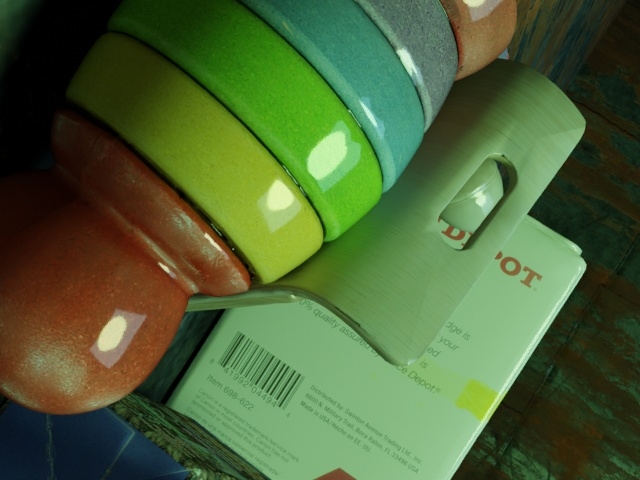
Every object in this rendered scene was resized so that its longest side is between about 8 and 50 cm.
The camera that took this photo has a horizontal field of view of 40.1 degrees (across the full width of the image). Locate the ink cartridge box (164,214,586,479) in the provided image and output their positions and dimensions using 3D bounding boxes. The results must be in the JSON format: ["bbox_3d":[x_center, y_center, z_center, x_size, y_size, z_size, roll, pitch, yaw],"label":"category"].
[{"bbox_3d":[0.056,0.109,0.923,0.385,0.279,0.160,-57,168,2],"label":"ink cartridge box"}]

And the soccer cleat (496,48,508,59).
[{"bbox_3d":[0.195,-0.213,1.073,0.248,0.095,0.083,-36,156,-57],"label":"soccer cleat"}]

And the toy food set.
[{"bbox_3d":[0.000,0.000,0.585,0.306,0.092,0.220,-11,-150,51],"label":"toy food set"}]

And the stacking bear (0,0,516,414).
[{"bbox_3d":[-0.058,-0.046,0.415,0.289,0.164,0.175,-48,160,-10],"label":"stacking bear"}]

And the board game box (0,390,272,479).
[{"bbox_3d":[-0.162,0.245,0.661,0.232,0.141,0.291,-54,158,-10],"label":"board game box"}]
